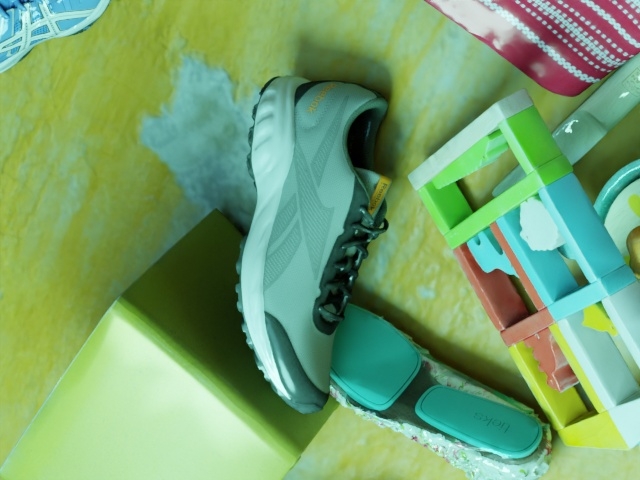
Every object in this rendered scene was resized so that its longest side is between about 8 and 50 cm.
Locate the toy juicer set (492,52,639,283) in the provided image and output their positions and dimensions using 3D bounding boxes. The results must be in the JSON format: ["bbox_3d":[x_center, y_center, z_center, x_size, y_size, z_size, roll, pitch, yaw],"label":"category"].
[{"bbox_3d":[0.266,-0.027,1.386,0.329,0.089,0.209,39,121,28],"label":"toy juicer set"}]

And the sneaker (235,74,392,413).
[{"bbox_3d":[0.000,0.000,1.530,0.108,0.100,0.271,-1,79,21],"label":"sneaker"}]

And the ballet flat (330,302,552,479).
[{"bbox_3d":[0.078,0.135,1.568,0.241,0.091,0.077,32,150,26],"label":"ballet flat"}]

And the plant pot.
[{"bbox_3d":[-0.102,0.137,1.609,0.187,0.212,0.212,38,119,2],"label":"plant pot"}]

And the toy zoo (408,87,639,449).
[{"bbox_3d":[0.179,0.046,1.450,0.293,0.030,0.192,60,159,4],"label":"toy zoo"}]

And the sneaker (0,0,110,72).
[{"bbox_3d":[-0.257,-0.198,1.676,0.211,0.081,0.080,-34,82,31],"label":"sneaker"}]

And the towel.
[{"bbox_3d":[0.174,-0.204,1.342,0.199,0.031,0.275,34,148,-13],"label":"towel"}]
